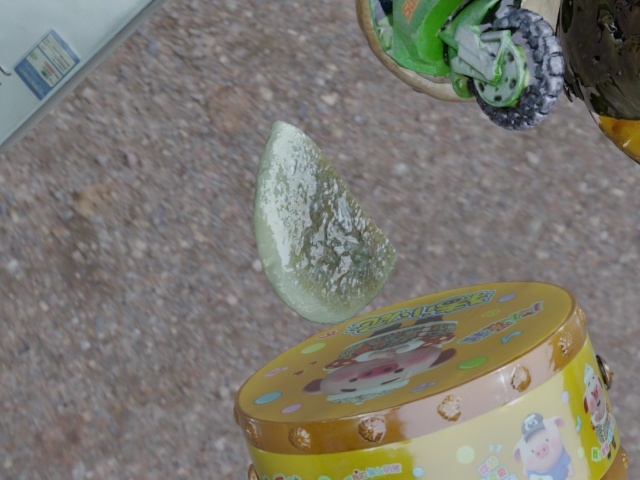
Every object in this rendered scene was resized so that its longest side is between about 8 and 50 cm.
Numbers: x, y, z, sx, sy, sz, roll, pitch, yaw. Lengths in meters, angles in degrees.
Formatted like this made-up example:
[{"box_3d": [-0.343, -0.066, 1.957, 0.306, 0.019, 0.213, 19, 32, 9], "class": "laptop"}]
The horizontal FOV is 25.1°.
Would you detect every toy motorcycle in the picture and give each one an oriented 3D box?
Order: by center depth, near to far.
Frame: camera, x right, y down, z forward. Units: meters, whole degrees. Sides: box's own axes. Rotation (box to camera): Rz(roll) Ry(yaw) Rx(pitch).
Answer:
[{"box_3d": [0.061, -0.141, 0.622, 0.074, 0.106, 0.190, -10, 97, -36], "class": "toy motorcycle"}]

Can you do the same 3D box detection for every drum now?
[{"box_3d": [0.126, 0.214, 1.637, 0.431, 0.431, 0.214, -22, 101, -15], "class": "drum"}]

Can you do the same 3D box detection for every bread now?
[{"box_3d": [0.000, 0.005, 1.150, 0.193, 0.036, 0.112, 51, 53, -40], "class": "bread"}]

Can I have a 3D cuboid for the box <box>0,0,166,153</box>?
[{"box_3d": [-0.217, -0.204, 0.838, 0.211, 0.045, 0.270, -41, 90, 22], "class": "box"}]

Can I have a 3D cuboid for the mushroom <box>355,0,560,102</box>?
[{"box_3d": [0.157, -0.260, 1.657, 0.255, 0.184, 0.254, 7, 134, 7], "class": "mushroom"}]

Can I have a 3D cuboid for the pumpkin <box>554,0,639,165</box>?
[{"box_3d": [0.290, -0.105, 0.792, 0.320, 0.320, 0.192, 38, 76, -28], "class": "pumpkin"}]
